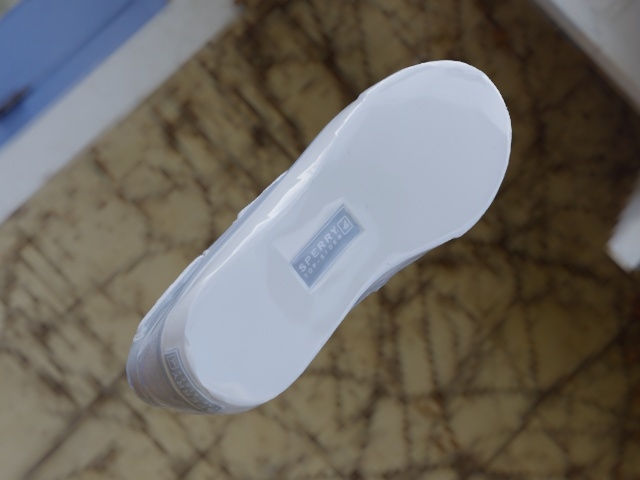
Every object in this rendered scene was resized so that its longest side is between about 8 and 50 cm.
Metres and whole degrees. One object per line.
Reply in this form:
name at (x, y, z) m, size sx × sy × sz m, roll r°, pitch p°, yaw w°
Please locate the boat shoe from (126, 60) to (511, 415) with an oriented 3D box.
boat shoe at (0.000, 0.000, 0.710) m, size 0.066 × 0.184 × 0.063 m, roll 51°, pitch -33°, yaw -18°
